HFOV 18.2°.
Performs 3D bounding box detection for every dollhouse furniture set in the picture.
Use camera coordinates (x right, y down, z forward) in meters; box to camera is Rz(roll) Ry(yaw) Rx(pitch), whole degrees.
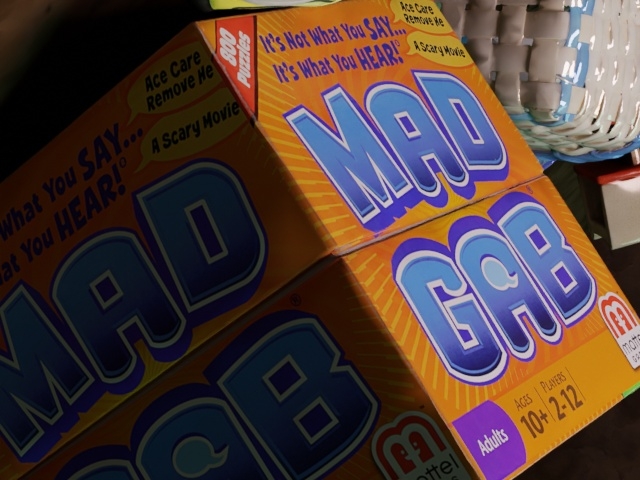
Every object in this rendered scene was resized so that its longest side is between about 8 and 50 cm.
[{"bbox_3d":[0.188,-0.040,1.964,0.259,0.135,0.262,-15,-169,-5],"label":"dollhouse furniture set"}]

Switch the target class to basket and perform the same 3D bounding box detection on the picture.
[{"bbox_3d":[0.224,-0.173,1.850,0.289,0.254,0.201,10,87,-57],"label":"basket"}]

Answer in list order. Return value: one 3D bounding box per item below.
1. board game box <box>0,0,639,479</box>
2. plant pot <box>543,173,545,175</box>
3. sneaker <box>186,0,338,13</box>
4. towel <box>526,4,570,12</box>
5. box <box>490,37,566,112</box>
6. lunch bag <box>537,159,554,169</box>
[{"bbox_3d":[-0.031,0.068,1.484,0.356,0.356,0.356,-36,172,29],"label":"board game box"},{"bbox_3d":[0.105,0.038,2.237,0.254,0.276,0.276,-13,148,-44],"label":"plant pot"},{"bbox_3d":[0.028,-0.246,1.407,0.147,0.145,0.384,-28,175,34],"label":"sneaker"},{"bbox_3d":[0.395,-0.344,2.011,0.374,0.090,0.320,-39,-167,-21],"label":"towel"},{"bbox_3d":[0.219,-0.190,2.143,0.101,0.102,0.087,-33,160,-36],"label":"box"},{"bbox_3d":[0.179,-0.115,2.193,0.151,0.129,0.096,-36,159,-26],"label":"lunch bag"}]
